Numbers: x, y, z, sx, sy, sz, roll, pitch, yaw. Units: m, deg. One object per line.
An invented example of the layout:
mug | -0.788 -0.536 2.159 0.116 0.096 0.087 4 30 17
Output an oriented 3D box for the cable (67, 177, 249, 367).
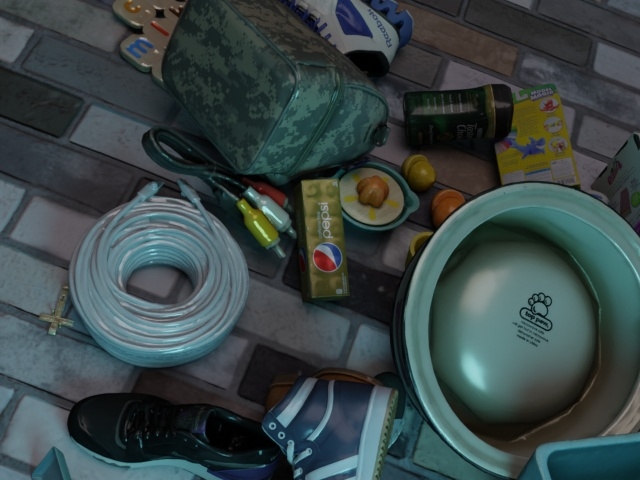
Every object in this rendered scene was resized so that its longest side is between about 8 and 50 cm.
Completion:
cable | -0.233 0.058 1.449 0.257 0.089 0.257 -34 72 -29

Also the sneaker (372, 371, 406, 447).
sneaker | 0.066 0.254 1.372 0.086 0.132 0.228 32 56 7

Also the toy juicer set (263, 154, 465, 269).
toy juicer set | 0.098 -0.093 1.628 0.329 0.089 0.209 33 56 8

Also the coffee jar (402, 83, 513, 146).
coffee jar | 0.234 -0.212 1.706 0.184 0.096 0.079 -6 61 4

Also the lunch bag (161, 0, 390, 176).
lunch bag | -0.060 -0.246 1.577 0.256 0.212 0.305 -7 45 -45

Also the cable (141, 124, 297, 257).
cable | -0.138 -0.099 1.513 0.287 0.072 0.139 45 38 -32

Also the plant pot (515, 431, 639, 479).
plant pot | 0.370 0.406 1.280 0.247 0.252 0.247 -3 59 -16

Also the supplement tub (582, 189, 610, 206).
supplement tub | 0.446 -0.025 1.685 0.071 0.071 0.107 18 55 -2

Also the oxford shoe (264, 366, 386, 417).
oxford shoe | 0.004 0.219 1.351 0.076 0.212 0.076 38 54 -27

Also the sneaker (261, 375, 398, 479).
sneaker | -0.011 0.299 1.222 0.153 0.099 0.282 13 71 10

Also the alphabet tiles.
alphabet tiles | -0.212 -0.368 1.766 0.278 0.021 0.284 37 57 7

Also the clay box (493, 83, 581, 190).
clay box | 0.365 -0.161 1.731 0.127 0.053 0.222 -12 56 14

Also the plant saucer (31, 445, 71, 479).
plant saucer | -0.314 0.352 1.242 0.018 0.067 0.192 11 39 -45

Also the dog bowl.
dog bowl | 0.278 0.127 1.417 0.408 0.150 0.408 1 85 -17

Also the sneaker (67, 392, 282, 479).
sneaker | -0.187 0.241 1.320 0.283 0.124 0.107 13 56 -6

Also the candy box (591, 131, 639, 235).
candy box | 0.540 -0.041 1.665 0.071 0.159 0.233 2 58 -16

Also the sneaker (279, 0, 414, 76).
sneaker | 0.005 -0.372 1.751 0.315 0.127 0.182 23 55 -8

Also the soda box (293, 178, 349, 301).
soda box | 0.000 0.000 1.526 0.061 0.058 0.181 -3 80 -15

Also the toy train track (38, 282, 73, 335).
toy train track | -0.372 0.096 1.433 0.048 0.014 0.083 13 55 -6
